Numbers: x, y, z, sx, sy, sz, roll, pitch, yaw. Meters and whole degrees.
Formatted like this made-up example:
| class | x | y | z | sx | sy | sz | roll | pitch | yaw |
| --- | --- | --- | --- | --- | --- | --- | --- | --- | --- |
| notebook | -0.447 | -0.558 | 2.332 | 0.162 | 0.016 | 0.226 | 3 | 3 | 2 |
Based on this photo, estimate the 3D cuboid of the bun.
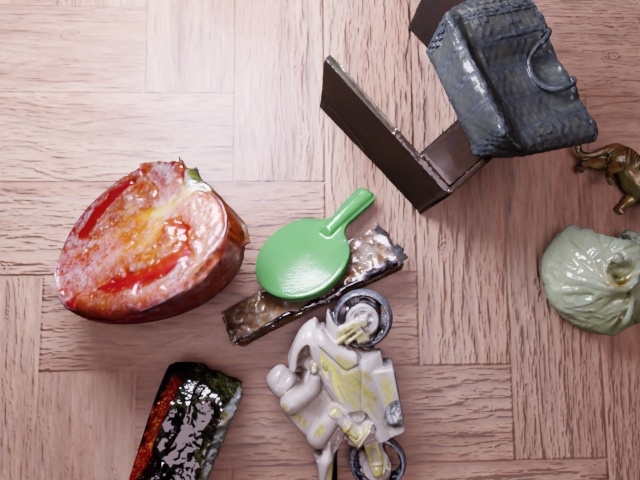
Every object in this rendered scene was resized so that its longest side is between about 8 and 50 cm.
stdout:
| class | x | y | z | sx | sy | sz | roll | pitch | yaw |
| --- | --- | --- | --- | --- | --- | --- | --- | --- | --- |
| bun | 0.497 | 0.057 | 0.816 | 0.212 | 0.126 | 0.204 | -26 | 88 | -5 |

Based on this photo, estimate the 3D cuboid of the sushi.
| class | x | y | z | sx | sy | sz | roll | pitch | yaw |
| --- | --- | --- | --- | --- | --- | --- | --- | --- | --- |
| sushi | -0.211 | 0.313 | 0.760 | 0.126 | 0.136 | 0.225 | 17 | 77 | -3 |

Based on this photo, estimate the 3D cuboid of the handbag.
| class | x | y | z | sx | sy | sz | roll | pitch | yaw |
| --- | --- | --- | --- | --- | --- | --- | --- | --- | --- |
| handbag | 0.266 | -0.236 | 0.668 | 0.175 | 0.088 | 0.270 | -21 | 83 | -11 |

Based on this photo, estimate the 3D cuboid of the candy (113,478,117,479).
| class | x | y | z | sx | sy | sz | roll | pitch | yaw |
| --- | --- | --- | --- | --- | --- | --- | --- | --- | --- |
| candy | -0.409 | 0.452 | 0.781 | 0.175 | 0.045 | 0.043 | -36 | 100 | -4 |

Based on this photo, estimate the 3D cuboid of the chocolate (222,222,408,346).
| class | x | y | z | sx | sy | sz | roll | pitch | yaw |
| --- | --- | --- | --- | --- | --- | --- | --- | --- | --- |
| chocolate | -0.010 | 0.083 | 0.821 | 0.329 | 0.065 | 0.102 | -27 | 50 | -6 |

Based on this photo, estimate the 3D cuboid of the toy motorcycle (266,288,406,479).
| class | x | y | z | sx | sy | sz | roll | pitch | yaw |
| --- | --- | --- | --- | --- | --- | --- | --- | --- | --- |
| toy motorcycle | 0.025 | 0.255 | 0.782 | 0.223 | 0.108 | 0.340 | -9 | 95 | 5 |

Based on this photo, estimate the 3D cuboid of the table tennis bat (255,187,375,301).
| class | x | y | z | sx | sy | sz | roll | pitch | yaw |
| --- | --- | --- | --- | --- | --- | --- | --- | --- | --- |
| table tennis bat | 0.000 | 0.000 | 0.823 | 0.160 | 0.039 | 0.257 | 35 | 72 | 33 |

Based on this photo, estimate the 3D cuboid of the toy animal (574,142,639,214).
| class | x | y | z | sx | sy | sz | roll | pitch | yaw |
| --- | --- | --- | --- | --- | --- | --- | --- | --- | --- |
| toy animal | 0.570 | -0.108 | 0.874 | 0.241 | 0.057 | 0.099 | 45 | 78 | 4 |

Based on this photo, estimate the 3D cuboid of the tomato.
| class | x | y | z | sx | sy | sz | roll | pitch | yaw |
| --- | --- | --- | --- | --- | --- | --- | --- | --- | --- |
| tomato | -0.249 | 0.030 | 0.769 | 0.309 | 0.170 | 0.309 | -13 | 57 | 20 |

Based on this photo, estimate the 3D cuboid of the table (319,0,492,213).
| class | x | y | z | sx | sy | sz | roll | pitch | yaw |
| --- | --- | --- | --- | --- | --- | --- | --- | --- | --- |
| table | 0.182 | -0.239 | 0.796 | 0.250 | 0.196 | 0.282 | -41 | 87 | -4 |
